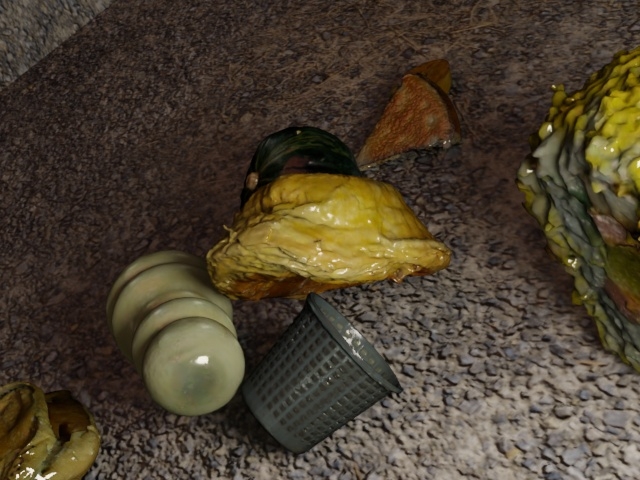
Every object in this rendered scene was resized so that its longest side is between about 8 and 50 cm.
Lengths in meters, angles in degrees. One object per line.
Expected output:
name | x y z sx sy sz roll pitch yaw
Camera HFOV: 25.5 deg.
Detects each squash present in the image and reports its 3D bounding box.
squash | -0.030 -0.068 2.135 0.172 0.218 0.218 6 28 -14

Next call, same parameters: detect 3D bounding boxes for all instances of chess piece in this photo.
chess piece | -0.186 0.138 1.918 0.182 0.182 0.330 -35 20 -3

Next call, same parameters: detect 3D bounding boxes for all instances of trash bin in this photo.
trash bin | -0.009 0.179 1.804 0.161 0.175 0.175 -43 29 7

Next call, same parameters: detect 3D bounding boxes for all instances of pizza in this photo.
pizza | 0.129 -0.168 2.262 0.195 0.052 0.185 -36 48 11

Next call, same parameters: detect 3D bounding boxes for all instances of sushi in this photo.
sushi | 0.393 -0.012 1.452 0.240 0.396 0.351 -35 35 -8

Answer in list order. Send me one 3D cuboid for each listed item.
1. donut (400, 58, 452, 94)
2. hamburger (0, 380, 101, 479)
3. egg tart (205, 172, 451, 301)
donut | 0.177 -0.257 2.352 0.097 0.043 0.108 -7 38 39
hamburger | -0.447 0.331 2.023 0.285 0.134 0.265 -45 34 -6
egg tart | 0.000 0.000 1.894 0.351 0.153 0.339 -1 -9 -24
